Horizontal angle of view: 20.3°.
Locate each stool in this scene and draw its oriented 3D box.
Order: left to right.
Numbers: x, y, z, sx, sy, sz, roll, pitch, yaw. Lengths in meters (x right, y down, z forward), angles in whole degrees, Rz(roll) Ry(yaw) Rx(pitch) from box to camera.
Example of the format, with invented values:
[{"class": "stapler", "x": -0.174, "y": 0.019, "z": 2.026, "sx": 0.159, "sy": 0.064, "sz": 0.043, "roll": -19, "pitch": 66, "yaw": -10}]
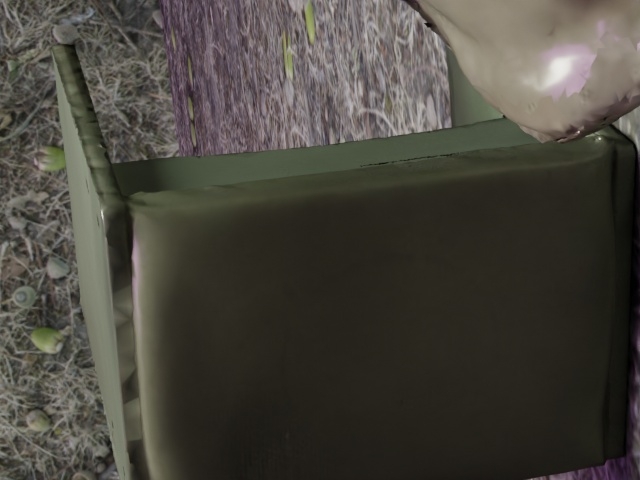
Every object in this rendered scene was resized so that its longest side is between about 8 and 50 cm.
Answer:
[{"class": "stool", "x": 0.000, "y": 0.000, "z": 0.923, "sx": 0.269, "sy": 0.244, "sz": 0.170, "roll": -120, "pitch": 25, "yaw": -64}]

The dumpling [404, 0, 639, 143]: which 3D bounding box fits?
[{"class": "dumpling", "x": 0.082, "y": -0.183, "z": 0.620, "sx": 0.204, "sy": 0.163, "sz": 0.293, "roll": 140, "pitch": 134, "yaw": -83}]
